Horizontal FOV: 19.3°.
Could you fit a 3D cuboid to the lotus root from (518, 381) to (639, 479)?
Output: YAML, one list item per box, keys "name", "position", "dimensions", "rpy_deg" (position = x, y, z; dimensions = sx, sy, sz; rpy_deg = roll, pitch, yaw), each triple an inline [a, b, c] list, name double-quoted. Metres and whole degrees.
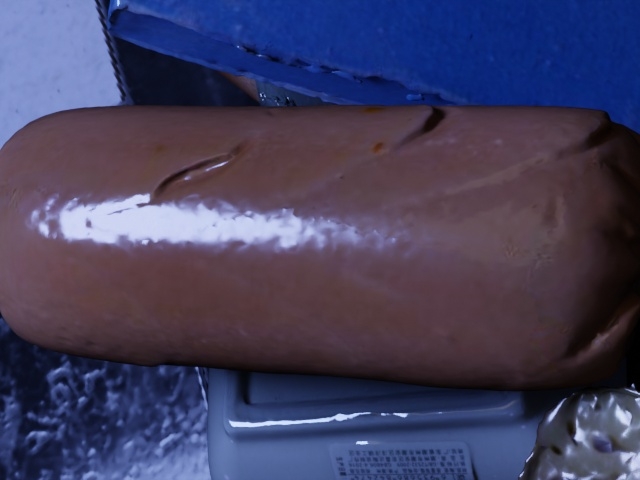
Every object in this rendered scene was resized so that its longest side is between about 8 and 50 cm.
- name: "lotus root"
  position: [0.149, 0.109, 0.795]
  dimensions: [0.159, 0.135, 0.095]
  rpy_deg: [-38, 61, 18]

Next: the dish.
- name: "dish"
  position: [0.036, 0.053, 0.896]
  dimensions: [0.212, 0.077, 0.151]
  rpy_deg: [-5, 68, 22]

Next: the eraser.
- name: "eraser"
  position: [0.065, -0.119, 0.864]
  dimensions: [0.312, 0.042, 0.144]
  rpy_deg: [15, 73, -13]

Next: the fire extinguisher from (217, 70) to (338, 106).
- name: "fire extinguisher"
  position: [-0.057, -0.195, 1.027]
  dimensions: [0.200, 0.113, 0.376]
  rpy_deg: [-38, 57, -25]

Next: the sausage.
- name: "sausage"
  position: [0.001, 0.000, 0.816]
  dimensions: [0.304, 0.121, 0.121]
  rpy_deg: [2, 72, 25]
